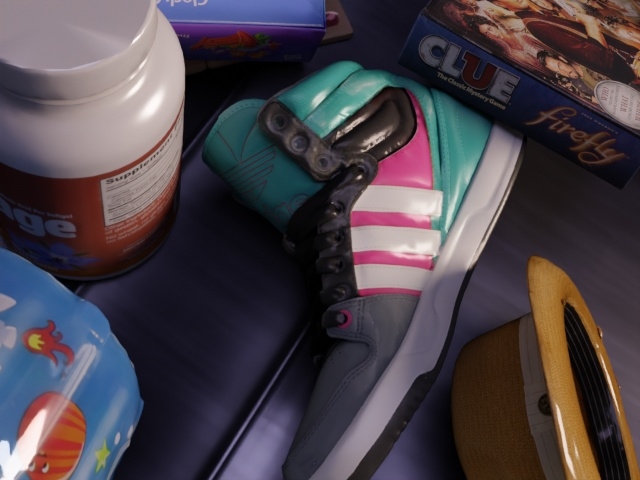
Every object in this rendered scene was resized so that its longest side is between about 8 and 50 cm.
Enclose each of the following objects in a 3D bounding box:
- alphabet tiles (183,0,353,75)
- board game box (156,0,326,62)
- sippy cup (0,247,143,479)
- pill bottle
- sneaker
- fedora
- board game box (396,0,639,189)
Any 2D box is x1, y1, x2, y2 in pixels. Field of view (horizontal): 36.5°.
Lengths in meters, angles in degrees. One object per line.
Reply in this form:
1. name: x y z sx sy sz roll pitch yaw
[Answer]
1. alphabet tiles: -0.131 -0.246 0.738 0.342 0.011 0.285 -16 69 -16
2. board game box: -0.174 -0.245 0.645 0.347 0.078 0.233 0 84 -9
3. sippy cup: -0.207 0.118 0.454 0.240 0.305 0.224 -4 42 38
4. pill bottle: -0.137 -0.070 0.542 0.121 0.216 0.121 3 65 -7
5. sneaker: 0.000 0.000 0.581 0.178 0.124 0.295 28 57 -1
6. fedora: 0.127 0.107 0.560 0.079 0.194 0.194 -18 64 23
7. board game box: 0.172 -0.152 0.681 0.165 0.042 0.243 30 44 5
